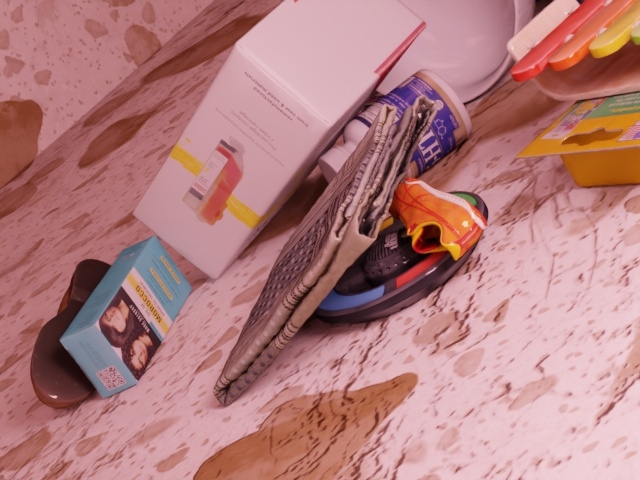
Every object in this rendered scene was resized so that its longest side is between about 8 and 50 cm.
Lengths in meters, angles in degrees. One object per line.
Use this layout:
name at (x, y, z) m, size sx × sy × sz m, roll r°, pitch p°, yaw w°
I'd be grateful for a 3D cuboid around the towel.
towel at (0.000, 0.000, 1.684) m, size 0.324 × 0.056 × 0.312 m, roll -50°, pitch 7°, yaw 37°

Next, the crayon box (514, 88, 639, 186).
crayon box at (0.382, -0.155, 1.563) m, size 0.323 × 0.083 × 0.203 m, roll -41°, pitch 19°, yaw -24°

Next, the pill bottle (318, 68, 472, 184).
pill bottle at (0.094, -0.128, 1.948) m, size 0.186 × 0.112 × 0.112 m, roll -38°, pitch 18°, yaw -11°

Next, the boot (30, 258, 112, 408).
boot at (-0.337, 0.152, 2.049) m, size 0.115 × 0.112 × 0.305 m, roll -59°, pitch 10°, yaw 27°

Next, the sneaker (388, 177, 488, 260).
sneaker at (0.109, -0.023, 1.607) m, size 0.067 × 0.064 × 0.175 m, roll -46°, pitch 23°, yaw -10°

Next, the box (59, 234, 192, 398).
box at (-0.254, 0.097, 1.988) m, size 0.060 × 0.100 × 0.244 m, roll -25°, pitch 20°, yaw 25°

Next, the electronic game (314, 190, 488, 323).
electronic game at (0.087, 0.018, 1.685) m, size 0.229 × 0.048 × 0.229 m, roll -30°, pitch 18°, yaw 11°

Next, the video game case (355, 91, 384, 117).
video game case at (0.110, -0.243, 2.337) m, size 0.210 × 0.042 × 0.232 m, roll -40°, pitch 19°, yaw -20°

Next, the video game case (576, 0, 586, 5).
video game case at (0.334, -0.373, 1.950) m, size 0.061 × 0.244 × 0.269 m, roll -33°, pitch 17°, yaw 6°

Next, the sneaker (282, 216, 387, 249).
sneaker at (0.009, -0.023, 1.899) m, size 0.158 × 0.065 × 0.061 m, roll -23°, pitch 20°, yaw 30°

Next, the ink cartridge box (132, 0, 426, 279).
ink cartridge box at (-0.060, -0.163, 2.020) m, size 0.279 × 0.160 × 0.385 m, roll -50°, pitch 0°, yaw -42°

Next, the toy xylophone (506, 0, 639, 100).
toy xylophone at (0.353, -0.235, 1.551) m, size 0.322 × 0.081 × 0.236 m, roll -10°, pitch 28°, yaw 51°

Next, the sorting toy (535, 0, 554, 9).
sorting toy at (0.266, -0.373, 2.234) m, size 0.208 × 0.038 × 0.193 m, roll 9°, pitch -18°, yaw -44°

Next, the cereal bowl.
cereal bowl at (0.158, -0.365, 2.107) m, size 0.339 × 0.339 × 0.141 m, roll -16°, pitch 17°, yaw 43°
